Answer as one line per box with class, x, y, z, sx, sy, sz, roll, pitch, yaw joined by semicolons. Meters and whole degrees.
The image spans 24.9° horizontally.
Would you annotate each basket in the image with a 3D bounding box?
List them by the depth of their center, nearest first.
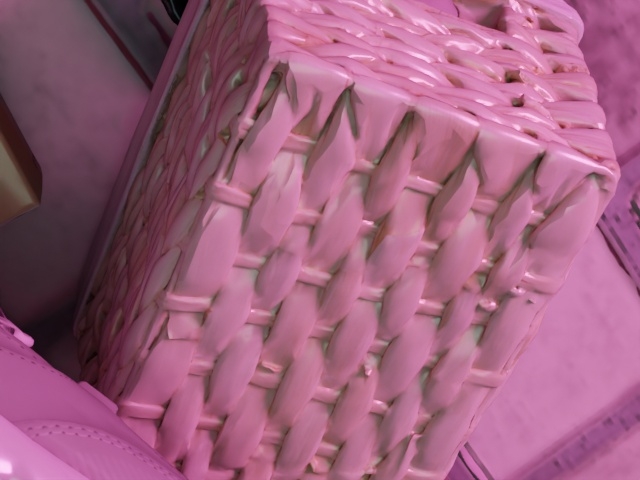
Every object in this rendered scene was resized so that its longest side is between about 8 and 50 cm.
basket;0.000;0.000;0.426;0.113;0.103;0.167;18;119;-15

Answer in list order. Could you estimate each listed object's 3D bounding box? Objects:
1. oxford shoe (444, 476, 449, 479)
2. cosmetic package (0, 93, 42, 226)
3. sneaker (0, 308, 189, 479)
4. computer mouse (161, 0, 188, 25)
oxford shoe;0.116;0.165;0.523;0.271;0.097;0.098;31;90;-17
cosmetic package;-0.127;-0.057;0.433;0.041;0.060;0.115;-27;109;-3
sneaker;-0.111;0.017;0.358;0.281;0.115;0.105;39;131;-6
computer mouse;0.053;-0.186;0.434;0.272;0.072;0.188;-20;110;8
